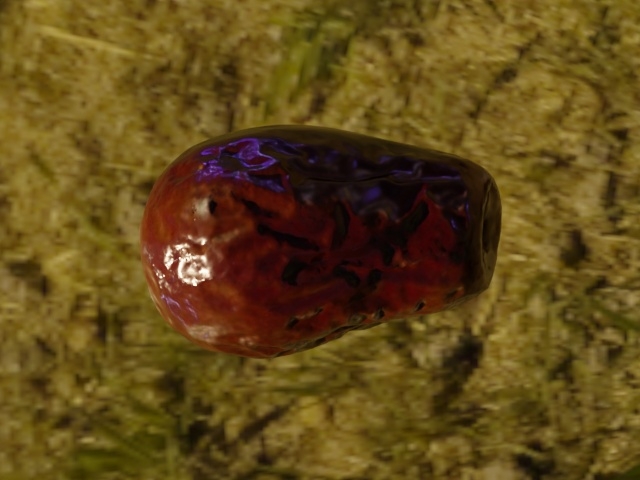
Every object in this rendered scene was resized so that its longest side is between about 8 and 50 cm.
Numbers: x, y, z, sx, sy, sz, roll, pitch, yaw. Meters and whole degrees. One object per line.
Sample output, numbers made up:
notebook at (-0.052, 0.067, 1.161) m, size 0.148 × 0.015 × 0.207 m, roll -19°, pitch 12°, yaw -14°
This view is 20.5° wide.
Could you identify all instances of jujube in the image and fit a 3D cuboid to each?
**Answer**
jujube at (0.000, 0.000, 1.281) m, size 0.255 × 0.190 × 0.190 m, roll 1°, pitch 88°, yaw 14°
